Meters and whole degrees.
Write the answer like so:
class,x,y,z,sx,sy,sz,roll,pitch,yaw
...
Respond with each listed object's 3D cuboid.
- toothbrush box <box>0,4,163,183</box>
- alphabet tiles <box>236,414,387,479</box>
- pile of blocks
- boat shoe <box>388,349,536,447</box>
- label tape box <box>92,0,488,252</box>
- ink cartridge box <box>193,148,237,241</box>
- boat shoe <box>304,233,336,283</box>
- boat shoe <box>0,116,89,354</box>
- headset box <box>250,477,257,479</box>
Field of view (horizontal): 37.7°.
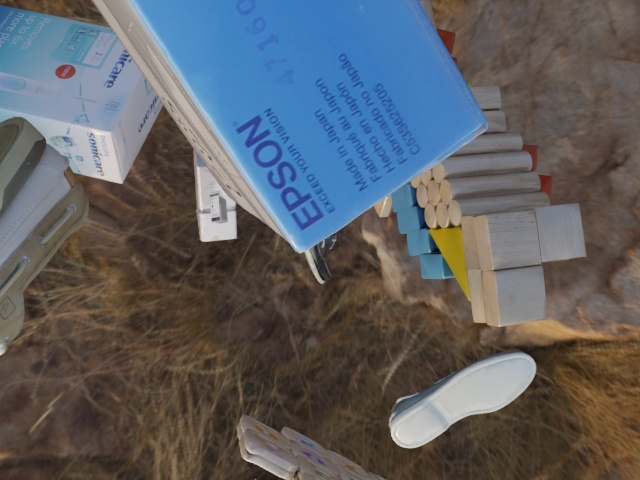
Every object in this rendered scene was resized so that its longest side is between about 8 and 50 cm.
class,x,y,z,sx,sy,sz,roll,pitch,yaw
toothbrush box,-0.416,-0.235,1.484,0.296,0.126,0.216,14,55,8
alphabet tiles,0.042,0.261,0.950,0.284,0.278,0.021,30,87,-7
pile of blocks,0.123,-0.065,0.820,0.113,0.149,0.362,-6,52,-20
boat shoe,0.277,0.299,1.884,0.320,0.099,0.116,-32,111,10
label tape box,-0.071,-0.144,0.540,0.115,0.348,0.249,-36,105,-8
ink cartridge box,-0.157,-0.080,1.397,0.056,0.099,0.135,-5,128,-9
boat shoe,0.000,0.000,1.784,0.079,0.084,0.233,-19,139,-3
boat shoe,-0.283,0.048,0.732,0.103,0.113,0.302,48,60,-37
headset box,-0.113,0.429,1.060,0.131,0.283,0.246,-33,88,-39
